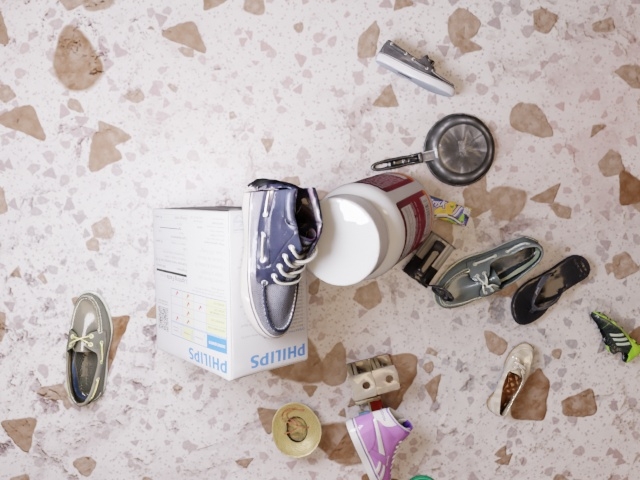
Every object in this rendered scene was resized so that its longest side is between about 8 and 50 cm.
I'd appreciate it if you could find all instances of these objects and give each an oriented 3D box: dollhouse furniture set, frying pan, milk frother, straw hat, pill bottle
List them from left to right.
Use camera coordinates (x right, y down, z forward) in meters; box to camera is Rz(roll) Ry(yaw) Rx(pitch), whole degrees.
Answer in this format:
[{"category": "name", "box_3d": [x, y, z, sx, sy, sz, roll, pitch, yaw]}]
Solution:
[{"category": "straw hat", "box_3d": [-0.064, 0.517, 1.627, 0.144, 0.061, 0.145, 0, 78, 2]}, {"category": "pill bottle", "box_3d": [0.115, -0.034, 1.395, 0.223, 0.392, 0.224, 6, 104, 24]}, {"category": "dollhouse furniture set", "box_3d": [0.155, 0.420, 1.587, 0.128, 0.129, 0.184, -15, 94, 0]}, {"category": "frying pan", "box_3d": [0.312, -0.255, 1.579, 0.325, 0.053, 0.198, 10, 94, -5]}, {"category": "milk frother", "box_3d": [0.316, 0.071, 1.565, 0.143, 0.129, 0.135, 35, 95, -10]}]

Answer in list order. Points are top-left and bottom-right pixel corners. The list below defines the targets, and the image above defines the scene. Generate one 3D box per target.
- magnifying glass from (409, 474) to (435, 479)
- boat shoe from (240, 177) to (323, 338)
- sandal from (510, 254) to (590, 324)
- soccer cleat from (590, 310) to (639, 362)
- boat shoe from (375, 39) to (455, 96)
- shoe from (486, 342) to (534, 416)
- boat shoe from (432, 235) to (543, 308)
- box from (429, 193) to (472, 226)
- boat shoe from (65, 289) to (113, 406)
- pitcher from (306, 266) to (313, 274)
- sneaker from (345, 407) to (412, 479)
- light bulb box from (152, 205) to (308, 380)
[{"category": "magnifying glass", "box_3d": [0.347, 0.740, 1.672, 0.230, 0.026, 0.092, 28, 93, -1]}, {"category": "boat shoe", "box_3d": [-0.074, 0.042, 1.202, 0.127, 0.158, 0.341, -12, 100, -42]}, {"category": "sandal", "box_3d": [0.621, 0.130, 1.608, 0.254, 0.054, 0.097, -42, 94, 2]}, {"category": "soccer cleat", "box_3d": [0.801, 0.266, 1.621, 0.179, 0.060, 0.072, 41, 94, -7]}, {"category": "boat shoe", "box_3d": [0.258, -0.454, 1.548, 0.228, 0.080, 0.076, 27, 95, 5]}, {"category": "shoe", "box_3d": [0.532, 0.385, 1.626, 0.076, 0.058, 0.219, 25, 94, -3]}, {"category": "boat shoe", "box_3d": [0.447, 0.088, 1.579, 0.319, 0.099, 0.116, -29, 96, 2]}, {"category": "box", "box_3d": [0.313, -0.088, 1.583, 0.168, 0.059, 0.054, 19, 95, -2]}, {"category": "boat shoe", "box_3d": [-0.624, 0.289, 1.583, 0.109, 0.091, 0.305, 2, 95, -1]}, {"category": "pitcher", "box_3d": [0.000, 0.000, 1.561, 0.207, 0.125, 0.178, 28, 86, 9]}, {"category": "sneaker", "box_3d": [0.183, 0.556, 1.574, 0.160, 0.102, 0.282, -22, 126, -2]}, {"category": "light bulb box", "box_3d": [-0.223, 0.100, 1.419, 0.225, 0.357, 0.362, -5, 97, -41]}]
